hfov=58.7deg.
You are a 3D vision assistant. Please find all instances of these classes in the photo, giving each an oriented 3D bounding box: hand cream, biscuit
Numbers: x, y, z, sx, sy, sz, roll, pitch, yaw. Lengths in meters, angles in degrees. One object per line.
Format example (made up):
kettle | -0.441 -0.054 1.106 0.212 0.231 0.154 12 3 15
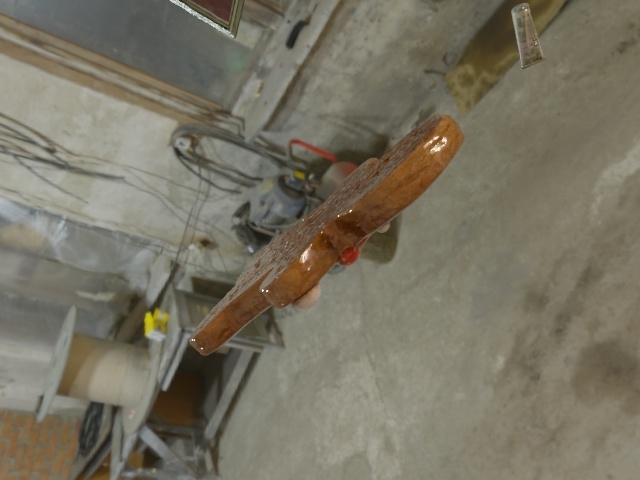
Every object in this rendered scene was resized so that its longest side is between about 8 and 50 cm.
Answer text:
hand cream | 0.484 -0.481 1.335 0.039 0.061 0.143 -133 21 -71
biscuit | 0.002 0.001 0.508 0.324 0.049 0.205 -40 9 37

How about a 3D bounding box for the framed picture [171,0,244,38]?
framed picture | -0.194 -0.504 0.932 0.016 0.216 0.273 -40 -22 -48
